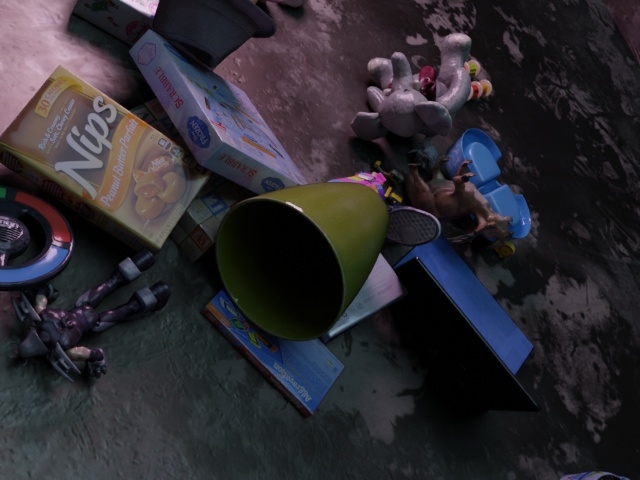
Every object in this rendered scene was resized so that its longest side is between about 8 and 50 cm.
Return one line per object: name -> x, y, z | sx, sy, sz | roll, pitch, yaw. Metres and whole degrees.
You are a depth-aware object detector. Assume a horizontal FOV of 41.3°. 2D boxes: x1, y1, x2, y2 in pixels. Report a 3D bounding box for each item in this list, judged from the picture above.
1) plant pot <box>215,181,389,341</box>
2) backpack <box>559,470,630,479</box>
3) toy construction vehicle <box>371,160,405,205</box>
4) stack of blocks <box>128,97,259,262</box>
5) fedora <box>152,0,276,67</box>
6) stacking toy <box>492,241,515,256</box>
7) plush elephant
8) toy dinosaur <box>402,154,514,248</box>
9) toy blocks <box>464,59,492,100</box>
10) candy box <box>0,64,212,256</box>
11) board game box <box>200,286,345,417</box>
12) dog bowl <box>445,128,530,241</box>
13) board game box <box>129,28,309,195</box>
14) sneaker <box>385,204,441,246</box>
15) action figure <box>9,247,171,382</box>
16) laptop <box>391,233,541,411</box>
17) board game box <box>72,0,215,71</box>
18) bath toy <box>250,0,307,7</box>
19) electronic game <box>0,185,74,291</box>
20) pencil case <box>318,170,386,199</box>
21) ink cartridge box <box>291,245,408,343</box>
plant pot -> 0.000, 0.000, 1.594 | 0.274, 0.275, 0.293 | 52, 40, 2
backpack -> 0.541, 0.634, 1.680 | 0.290, 0.273, 0.355 | 27, 70, -20
toy construction vehicle -> 0.159, -0.136, 2.029 | 0.098, 0.035, 0.085 | 35, 56, -12
stack of blocks -> -0.263, -0.126, 1.630 | 0.297, 0.087, 0.171 | 52, 43, 1
fedora -> -0.230, -0.419, 1.646 | 0.275, 0.124, 0.244 | 28, -1, 43
stacking toy -> 0.440, -0.079, 2.202 | 0.221, 0.052, 0.167 | 45, 43, -5
plush elephant -> 0.216, -0.340, 2.040 | 0.255, 0.272, 0.329 | 3, 82, -67
toy dinosaur -> 0.298, -0.086, 2.006 | 0.127, 0.296, 0.200 | -26, 122, -48
toy blocks -> 0.415, -0.459, 2.439 | 0.148, 0.054, 0.123 | -18, 75, -44
candy box -> -0.368, -0.131, 1.458 | 0.316, 0.087, 0.182 | 35, 64, -11
board game box -> -0.086, 0.188, 1.606 | 0.281, 0.027, 0.145 | 46, 42, -4
dog bowl -> 0.409, -0.128, 2.099 | 0.166, 0.074, 0.297 | -26, 87, -48
board game box -> -0.185, -0.223, 1.634 | 0.319, 0.066, 0.318 | 26, 26, -57
sneaker -> 0.200, -0.035, 1.862 | 0.163, 0.226, 0.086 | -11, 97, -47
action figure -> -0.374, 0.124, 1.370 | 0.285, 0.099, 0.185 | -32, 91, -43
laptop -> 0.347, 0.149, 1.846 | 0.236, 0.408, 0.382 | -39, 89, -14
board game box -> -0.344, -0.504, 1.818 | 0.303, 0.097, 0.224 | 28, 47, -24
bath toy -> -0.141, -0.628, 2.045 | 0.348, 0.129, 0.151 | -11, 69, -44
electronic game -> -0.506, -0.007, 1.339 | 0.229, 0.048, 0.229 | 16, 39, -13
pencil case -> 0.037, -0.092, 1.847 | 0.236, 0.104, 0.104 | -18, 74, -44
ink cartridge box -> 0.033, 0.069, 1.730 | 0.223, 0.045, 0.224 | -26, 74, -32
